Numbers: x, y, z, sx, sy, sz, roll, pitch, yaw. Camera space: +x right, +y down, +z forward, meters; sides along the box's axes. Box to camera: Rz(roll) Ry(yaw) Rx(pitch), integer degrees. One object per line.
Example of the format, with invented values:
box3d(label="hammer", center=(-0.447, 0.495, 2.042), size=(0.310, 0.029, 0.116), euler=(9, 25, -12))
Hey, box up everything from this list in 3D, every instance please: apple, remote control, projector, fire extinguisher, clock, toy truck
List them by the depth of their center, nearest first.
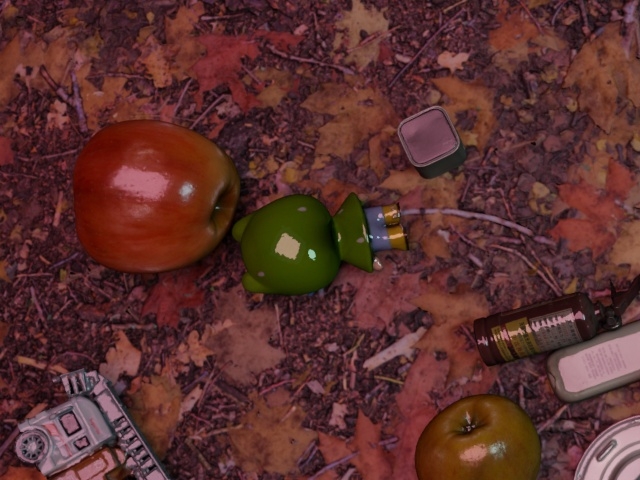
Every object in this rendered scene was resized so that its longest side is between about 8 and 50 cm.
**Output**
box3d(label="clock", center=(0.478, 0.367, 1.842), size=(0.244, 0.056, 0.244), euler=(-2, 80, 13))
box3d(label="apple", center=(0.225, 0.304, 1.855), size=(0.182, 0.155, 0.182), euler=(-9, 44, 9))
box3d(label="remote control", center=(0.479, 0.153, 1.890), size=(0.309, 0.038, 0.090), euler=(-22, 73, 9))
box3d(label="fire extinguisher", center=(0.351, 0.105, 1.906), size=(0.252, 0.075, 0.106), euler=(-18, 53, 17))
box3d(label="projector", center=(0.173, -0.151, 2.003), size=(0.083, 0.082, 0.083), euler=(-25, 75, 8))
box3d(label="toy truck", center=(-0.337, 0.362, 2.017), size=(0.184, 0.133, 0.338), euler=(-31, 76, -3))
box3d(label="apple", center=(-0.254, -0.064, 2.021), size=(0.241, 0.242, 0.242), euler=(4, 81, 13))

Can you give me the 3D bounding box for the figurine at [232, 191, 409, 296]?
box3d(label="figurine", center=(0.000, 0.000, 1.998), size=(0.263, 0.143, 0.162), euler=(-12, 83, 1))
